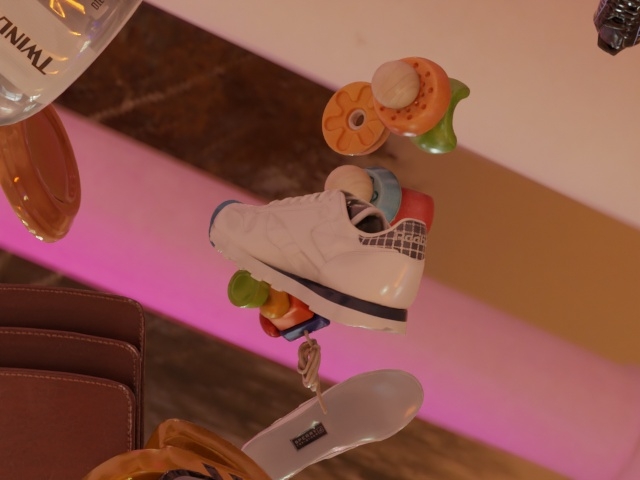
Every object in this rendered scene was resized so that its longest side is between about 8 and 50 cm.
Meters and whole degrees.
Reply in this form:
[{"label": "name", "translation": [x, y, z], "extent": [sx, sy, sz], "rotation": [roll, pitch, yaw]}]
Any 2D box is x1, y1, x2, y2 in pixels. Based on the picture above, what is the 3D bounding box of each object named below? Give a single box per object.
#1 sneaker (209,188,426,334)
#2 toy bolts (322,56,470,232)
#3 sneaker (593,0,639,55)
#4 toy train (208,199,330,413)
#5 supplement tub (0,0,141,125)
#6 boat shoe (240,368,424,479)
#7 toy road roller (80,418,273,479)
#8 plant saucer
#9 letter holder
[{"label": "sneaker", "translation": [0.000, 0.000, 1.270], "extent": [0.235, 0.090, 0.095], "rotation": [24, -78, 46]}, {"label": "toy bolts", "translation": [0.056, -0.122, 1.988], "extent": [0.218, 0.158, 0.228], "rotation": [6, -100, 34]}, {"label": "sneaker", "translation": [0.373, -0.280, 1.877], "extent": [0.090, 0.081, 0.232], "rotation": [-59, 170, -1]}, {"label": "toy train", "translation": [-0.051, 0.073, 1.832], "extent": [0.105, 0.143, 0.248], "rotation": [-25, -116, 28]}, {"label": "supplement tub", "translation": [-0.292, -0.256, 1.108], "extent": [0.207, 0.338, 0.207], "rotation": [-37, -153, 23]}, {"label": "boat shoe", "translation": [0.010, 0.234, 2.045], "extent": [0.258, 0.095, 0.084], "rotation": [-22, -176, 1]}, {"label": "toy road roller", "translation": [-0.058, 0.276, 1.258], "extent": [0.202, 0.329, 0.240], "rotation": [-59, -159, 15]}, {"label": "plant saucer", "translation": [-0.322, -0.097, 1.790], "extent": [0.037, 0.200, 0.200], "rotation": [-17, -153, 10]}, {"label": "letter holder", "translation": [-0.322, 0.146, 1.496], "extent": [0.152, 0.302, 0.214], "rotation": [128, -37, -86]}]
